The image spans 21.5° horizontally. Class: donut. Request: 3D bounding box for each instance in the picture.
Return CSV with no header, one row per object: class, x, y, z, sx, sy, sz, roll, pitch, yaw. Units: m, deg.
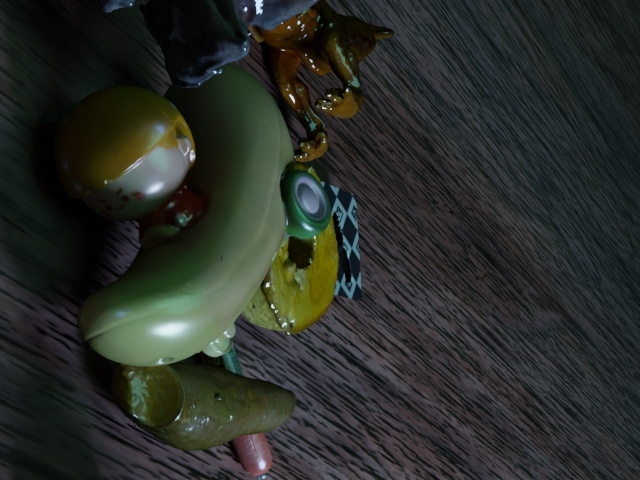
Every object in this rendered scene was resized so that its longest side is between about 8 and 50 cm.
donut,-0.042,0.008,1.594,0.178,0.065,0.162,-8,92,-68

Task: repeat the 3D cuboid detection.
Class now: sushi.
sushi,0.000,0.000,1.741,0.126,0.026,0.120,17,67,-60

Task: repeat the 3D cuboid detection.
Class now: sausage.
sausage,-0.088,0.104,1.480,0.034,0.034,0.253,-51,126,-61

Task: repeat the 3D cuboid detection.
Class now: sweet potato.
sweet potato,-0.093,0.141,1.398,0.244,0.077,0.077,23,59,-60

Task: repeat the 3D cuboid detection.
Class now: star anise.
star anise,-0.116,-0.211,1.361,0.198,0.257,0.110,-23,132,-44

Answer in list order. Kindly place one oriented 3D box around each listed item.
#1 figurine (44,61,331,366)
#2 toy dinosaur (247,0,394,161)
figurine,-0.118,-0.035,1.332,0.222,0.124,0.324,53,35,-20
toy dinosaur,-0.005,-0.189,1.730,0.432,0.097,0.208,33,41,-64
